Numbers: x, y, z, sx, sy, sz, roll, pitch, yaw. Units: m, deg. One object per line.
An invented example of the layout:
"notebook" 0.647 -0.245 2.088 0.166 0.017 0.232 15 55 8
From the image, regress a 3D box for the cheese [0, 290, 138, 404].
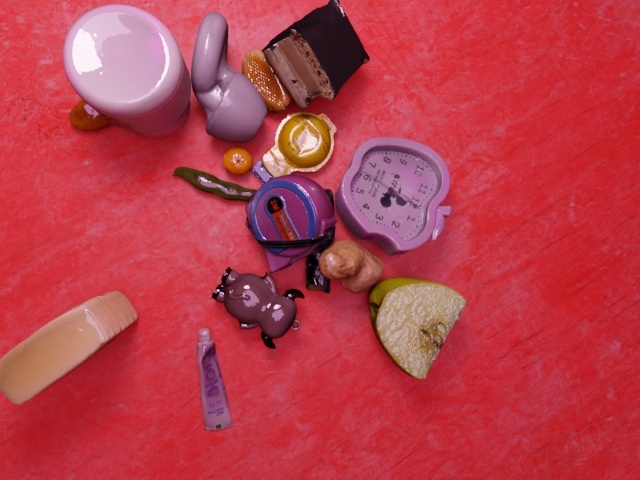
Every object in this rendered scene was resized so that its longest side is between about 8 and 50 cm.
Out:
"cheese" -0.598 0.241 0.978 0.242 0.265 0.124 -41 97 -8

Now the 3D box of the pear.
"pear" 0.247 0.226 1.181 0.292 0.159 0.292 1 87 -11

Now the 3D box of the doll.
"doll" -0.170 0.181 1.127 0.257 0.117 0.182 28 89 -8

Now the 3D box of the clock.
"clock" 0.215 -0.132 1.167 0.338 0.102 0.338 2 77 -10

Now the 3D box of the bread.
"bread" -0.148 -0.449 1.144 0.114 0.077 0.189 -33 95 13

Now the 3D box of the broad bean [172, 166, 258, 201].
"broad bean" -0.272 -0.148 1.146 0.297 0.043 0.060 16 72 -10

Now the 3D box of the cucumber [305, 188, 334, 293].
"cucumber" 0.000 0.000 1.178 0.081 0.072 0.303 0 86 35

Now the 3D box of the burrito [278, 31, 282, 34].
"burrito" -0.077 -0.520 1.179 0.051 0.042 0.171 -22 96 -19

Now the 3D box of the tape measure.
"tape measure" -0.085 -0.056 1.099 0.245 0.149 0.231 -25 88 25

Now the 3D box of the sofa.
"sofa" -0.018 -0.500 1.105 0.200 0.182 0.258 51 55 -26

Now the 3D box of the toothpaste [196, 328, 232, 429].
"toothpaste" -0.308 0.396 1.141 0.075 0.048 0.301 -11 100 -37

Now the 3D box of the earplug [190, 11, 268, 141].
"earplug" -0.253 -0.421 1.069 0.175 0.214 0.325 -18 102 -9

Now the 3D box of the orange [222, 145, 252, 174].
"orange" -0.233 -0.225 1.139 0.083 0.070 0.083 -1 94 -12

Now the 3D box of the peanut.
"peanut" 0.085 0.071 1.121 0.122 0.253 0.137 -23 58 28

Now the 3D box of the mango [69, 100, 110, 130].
"mango" -0.613 -0.336 1.078 0.114 0.060 0.080 -19 108 -11

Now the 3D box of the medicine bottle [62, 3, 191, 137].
"medicine bottle" -0.441 -0.384 0.985 0.241 0.302 0.241 0 90 -9

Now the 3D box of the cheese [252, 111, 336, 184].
"cheese" -0.073 -0.263 1.167 0.270 0.069 0.177 -41 96 -4
